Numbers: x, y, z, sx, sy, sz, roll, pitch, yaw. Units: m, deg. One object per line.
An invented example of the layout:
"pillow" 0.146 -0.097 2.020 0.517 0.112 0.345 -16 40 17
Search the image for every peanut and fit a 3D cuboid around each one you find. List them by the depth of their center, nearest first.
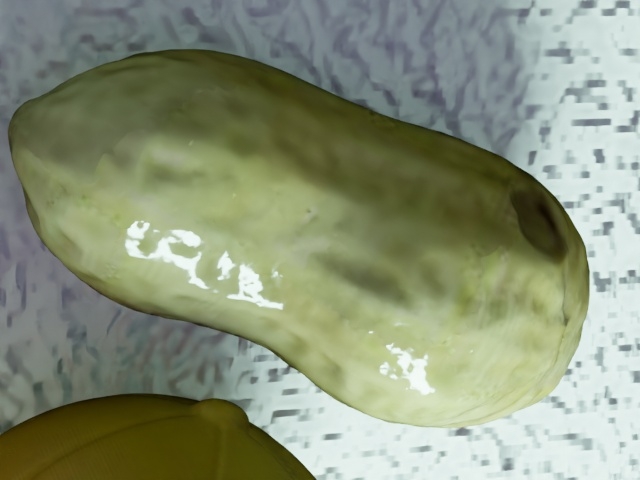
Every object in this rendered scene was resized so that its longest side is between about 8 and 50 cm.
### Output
"peanut" 0.000 0.000 0.522 0.236 0.120 0.110 21 143 -28

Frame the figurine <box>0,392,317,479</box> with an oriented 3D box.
"figurine" -0.088 0.168 0.543 0.192 0.167 0.256 10 131 -33
